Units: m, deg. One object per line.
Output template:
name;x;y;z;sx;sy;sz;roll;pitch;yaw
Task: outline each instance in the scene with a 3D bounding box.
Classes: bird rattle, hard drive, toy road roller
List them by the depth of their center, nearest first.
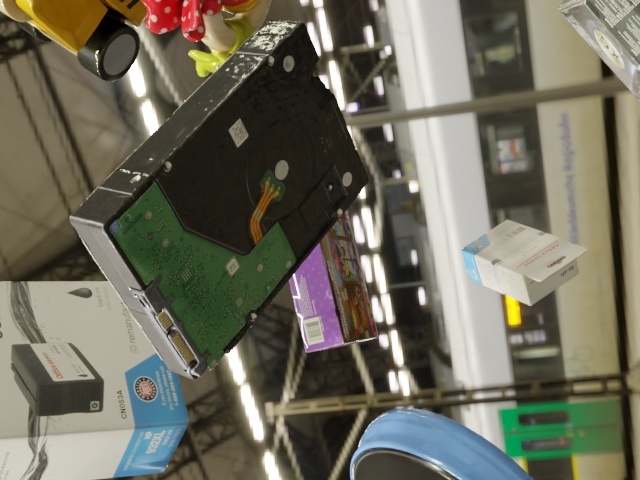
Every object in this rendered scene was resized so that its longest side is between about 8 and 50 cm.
hard drive;-0.092;-0.047;1.110;0.339;0.064;0.237;-52;-46;-29
bird rattle;-0.132;-0.313;1.310;0.253;0.143;0.207;47;-122;-51
toy road roller;-0.376;-0.416;1.530;0.241;0.202;0.329;-57;-21;0

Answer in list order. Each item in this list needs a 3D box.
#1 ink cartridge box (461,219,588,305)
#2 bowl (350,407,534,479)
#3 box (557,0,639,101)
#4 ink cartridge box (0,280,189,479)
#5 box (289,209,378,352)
ink cartridge box;0.312;0.036;1.542;0.180;0.104;0.060;27;142;55
bowl;0.209;0.437;1.601;0.077;0.391;0.391;-42;-46;-32
box;0.351;-0.213;1.089;0.180;0.077;0.147;47;-171;-5
ink cartridge box;-0.342;0.170;1.243;0.129;0.307;0.223;-59;40;43
box;0.000;0.000;1.391;0.201;0.057;0.294;9;-113;-75
